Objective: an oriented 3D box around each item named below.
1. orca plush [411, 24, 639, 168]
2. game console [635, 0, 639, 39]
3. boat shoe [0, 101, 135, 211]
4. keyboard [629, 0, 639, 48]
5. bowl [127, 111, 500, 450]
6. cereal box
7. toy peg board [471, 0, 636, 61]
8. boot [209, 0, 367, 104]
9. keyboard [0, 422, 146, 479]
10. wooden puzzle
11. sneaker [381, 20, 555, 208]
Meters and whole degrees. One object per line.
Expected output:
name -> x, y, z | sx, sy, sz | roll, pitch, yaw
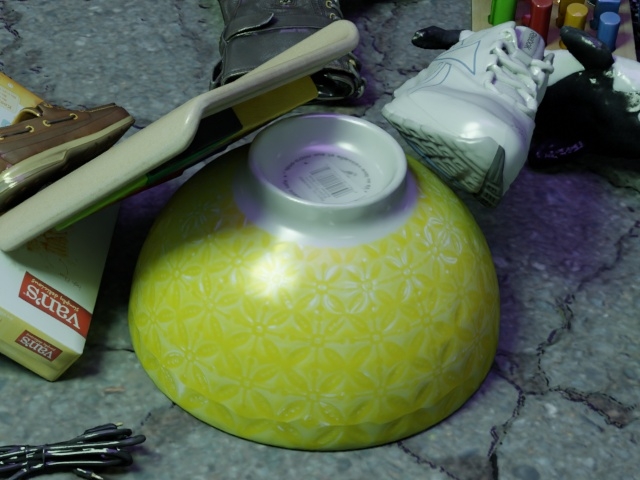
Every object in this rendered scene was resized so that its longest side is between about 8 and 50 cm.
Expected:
orca plush -> 0.203, -0.120, 1.253 | 0.287, 0.151, 0.102 | 27, 76, 20
game console -> 0.476, -0.239, 1.356 | 0.293, 0.250, 0.173 | -5, 14, -20
boat shoe -> -0.204, -0.079, 1.065 | 0.060, 0.064, 0.178 | 52, 33, 0
keyboard -> 0.310, -0.235, 1.459 | 0.180, 0.023, 0.108 | 14, 41, 12
bowl -> 0.000, 0.000, 1.046 | 0.289, 0.156, 0.289 | 3, 41, -2
cereal box -> -0.241, -0.026, 1.070 | 0.173, 0.047, 0.240 | 34, 33, -23
toy peg board -> 0.234, -0.249, 1.399 | 0.161, 0.079, 0.161 | 3, 50, 2
boot -> 0.006, -0.216, 1.373 | 0.263, 0.091, 0.229 | -9, 47, -10
keyboard -> -0.208, 0.193, 0.893 | 0.317, 0.033, 0.201 | -3, 40, -10
wooden puzzle -> -0.099, -0.073, 1.024 | 0.044, 0.221, 0.239 | 59, 37, -6
sneaker -> 0.125, -0.117, 1.107 | 0.111, 0.129, 0.297 | 42, 13, -11
